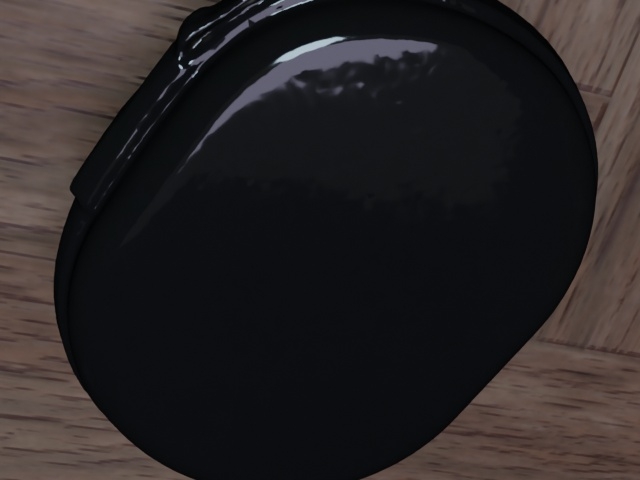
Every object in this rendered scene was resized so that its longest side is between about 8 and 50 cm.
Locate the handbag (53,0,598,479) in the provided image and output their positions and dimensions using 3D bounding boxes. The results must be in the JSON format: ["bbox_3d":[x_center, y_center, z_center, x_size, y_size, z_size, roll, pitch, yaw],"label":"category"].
[{"bbox_3d":[0.000,-0.001,0.545,0.254,0.093,0.308,32,109,-22],"label":"handbag"}]
